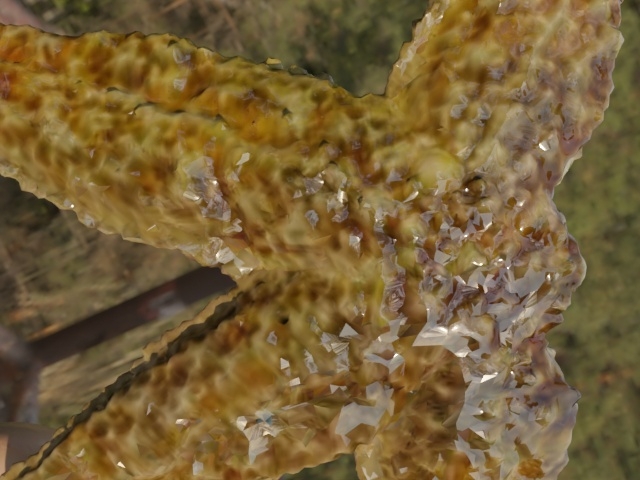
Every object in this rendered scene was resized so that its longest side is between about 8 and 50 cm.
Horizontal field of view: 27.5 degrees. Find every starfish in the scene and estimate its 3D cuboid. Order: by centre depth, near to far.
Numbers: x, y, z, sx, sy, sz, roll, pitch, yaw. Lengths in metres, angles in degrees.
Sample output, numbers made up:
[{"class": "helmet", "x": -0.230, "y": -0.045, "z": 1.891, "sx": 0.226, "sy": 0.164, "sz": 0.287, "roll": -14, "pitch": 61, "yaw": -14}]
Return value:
[{"class": "starfish", "x": 0.000, "y": 0.005, "z": 0.525, "sx": 0.132, "sy": 0.384, "sz": 0.398, "roll": -78, "pitch": 168, "yaw": -72}]

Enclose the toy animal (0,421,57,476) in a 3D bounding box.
[{"class": "toy animal", "x": -0.154, "y": 0.202, "z": 0.778, "sx": 0.198, "sy": 0.171, "sz": 0.171, "roll": 42, "pitch": 11, "yaw": 33}]
